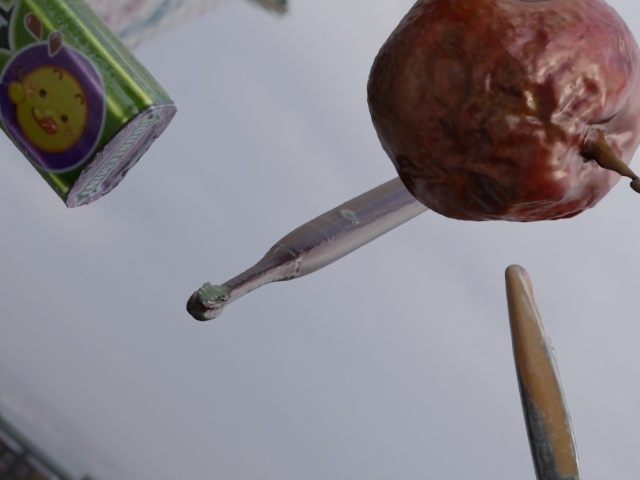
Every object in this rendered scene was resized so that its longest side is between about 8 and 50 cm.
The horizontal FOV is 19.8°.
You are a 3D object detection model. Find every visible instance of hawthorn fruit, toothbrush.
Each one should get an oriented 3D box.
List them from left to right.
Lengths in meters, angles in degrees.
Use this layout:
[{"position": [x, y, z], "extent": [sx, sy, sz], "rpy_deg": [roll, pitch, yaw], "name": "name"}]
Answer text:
[{"position": [0.000, 0.001, 1.481], "extent": [0.041, 0.041, 0.364], "rpy_deg": [37, 32, 17], "name": "toothbrush"}, {"position": [0.163, -0.096, 1.360], "extent": [0.243, 0.207, 0.207], "rpy_deg": [37, -8, 43], "name": "hawthorn fruit"}, {"position": [0.125, 0.189, 0.824], "extent": [0.028, 0.037, 0.375], "rpy_deg": [-90, 168, -78], "name": "toothbrush"}]

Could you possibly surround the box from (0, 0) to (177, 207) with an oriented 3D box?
[{"position": [-0.282, -0.197, 1.610], "extent": [0.345, 0.134, 0.097], "rpy_deg": [49, 27, 12], "name": "box"}]
